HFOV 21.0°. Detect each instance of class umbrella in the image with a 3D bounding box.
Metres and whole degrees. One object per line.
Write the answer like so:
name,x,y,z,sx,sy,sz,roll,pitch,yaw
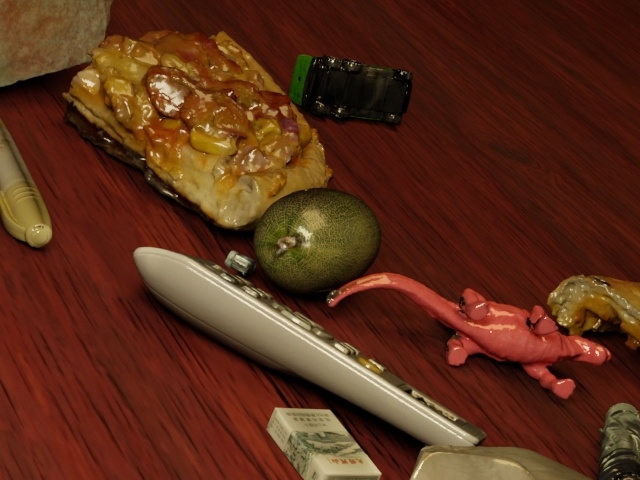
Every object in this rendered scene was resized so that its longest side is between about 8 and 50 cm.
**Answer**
umbrella,0.259,0.188,1.472,0.050,0.046,0.188,18,17,6

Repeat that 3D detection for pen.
pen,-0.275,-0.057,1.510,0.040,0.032,0.233,-12,33,-18

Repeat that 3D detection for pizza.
pizza,-0.116,-0.125,1.731,0.278,0.114,0.409,24,19,-13
pizza,0.398,0.109,1.753,0.365,0.074,0.182,14,22,-26

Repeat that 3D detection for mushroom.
mushroom,0.147,0.201,1.255,0.247,0.096,0.108,15,19,-25

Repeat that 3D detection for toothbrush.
toothbrush,-0.065,0.020,1.449,0.019,0.016,0.219,28,-2,0

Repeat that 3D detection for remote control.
remote control,-0.013,0.094,1.396,0.313,0.055,0.109,31,1,10

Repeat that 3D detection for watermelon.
watermelon,-0.345,-0.258,1.741,0.302,0.151,0.264,8,21,-39

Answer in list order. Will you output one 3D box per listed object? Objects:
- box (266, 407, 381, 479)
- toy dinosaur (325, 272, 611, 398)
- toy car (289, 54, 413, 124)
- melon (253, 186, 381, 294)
box,0.002,0.158,1.300,0.054,0.024,0.083,8,26,-37
toy dinosaur,0.133,0.068,1.610,0.286,0.070,0.139,16,13,-11
toy car,0.038,-0.182,2.064,0.165,0.071,0.062,4,15,-41
melon,0.000,0.000,1.563,0.099,0.099,0.162,32,16,19
